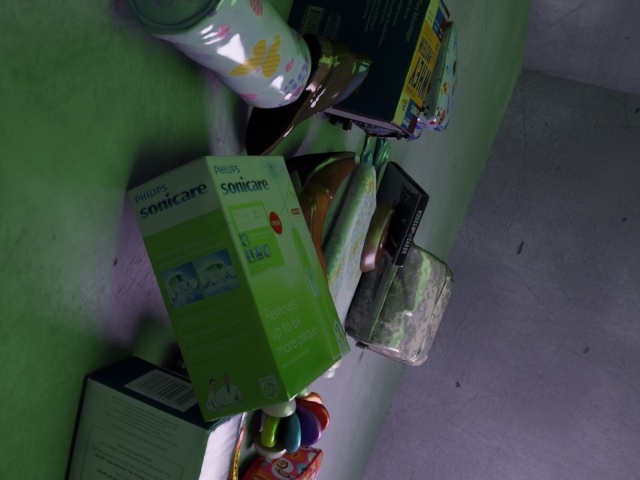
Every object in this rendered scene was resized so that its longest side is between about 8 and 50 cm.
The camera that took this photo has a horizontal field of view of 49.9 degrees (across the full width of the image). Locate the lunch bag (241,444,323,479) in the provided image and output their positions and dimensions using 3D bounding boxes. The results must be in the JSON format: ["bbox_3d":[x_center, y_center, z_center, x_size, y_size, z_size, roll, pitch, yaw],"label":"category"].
[{"bbox_3d":[-0.108,0.601,1.551,0.293,0.120,0.258,1,108,-71],"label":"lunch bag"}]

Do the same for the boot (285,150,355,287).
[{"bbox_3d":[0.000,0.000,1.168,0.264,0.096,0.280,-40,124,-56],"label":"boot"}]

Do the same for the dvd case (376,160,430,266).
[{"bbox_3d":[0.177,-0.068,1.627,0.238,0.030,0.179,-116,-139,-63],"label":"dvd case"}]

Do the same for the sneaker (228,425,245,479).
[{"bbox_3d":[-0.174,0.424,1.276,0.064,0.067,0.175,57,52,-65],"label":"sneaker"}]

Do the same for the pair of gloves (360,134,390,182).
[{"bbox_3d":[0.127,-0.182,1.620,0.198,0.023,0.159,-29,135,-63],"label":"pair of gloves"}]

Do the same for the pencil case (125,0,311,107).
[{"bbox_3d":[-0.103,-0.237,0.765,0.113,0.124,0.273,-47,162,8],"label":"pencil case"}]

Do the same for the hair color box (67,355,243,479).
[{"bbox_3d":[-0.227,0.344,0.874,0.105,0.174,0.347,-19,126,-69],"label":"hair color box"}]

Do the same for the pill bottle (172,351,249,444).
[{"bbox_3d":[-0.187,0.288,1.004,0.130,0.130,0.245,44,65,-70],"label":"pill bottle"}]

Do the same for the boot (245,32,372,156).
[{"bbox_3d":[-0.019,-0.187,0.960,0.106,0.082,0.219,-3,148,-40],"label":"boot"}]

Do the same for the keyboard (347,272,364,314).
[{"bbox_3d":[0.142,0.051,1.878,0.201,0.033,0.317,-17,125,-68],"label":"keyboard"}]

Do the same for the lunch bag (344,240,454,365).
[{"bbox_3d":[0.196,0.150,1.771,0.305,0.213,0.256,-67,155,-7],"label":"lunch bag"}]

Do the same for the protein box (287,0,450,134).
[{"bbox_3d":[0.062,-0.288,1.045,0.136,0.201,0.199,-2,109,-71],"label":"protein box"}]

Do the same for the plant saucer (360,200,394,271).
[{"bbox_3d":[0.130,-0.005,1.533,0.168,0.029,0.168,19,90,-78],"label":"plant saucer"}]

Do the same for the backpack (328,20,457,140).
[{"bbox_3d":[0.157,-0.313,1.315,0.263,0.213,0.276,-4,109,-82],"label":"backpack"}]

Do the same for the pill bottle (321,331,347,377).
[{"bbox_3d":[0.023,0.277,1.698,0.065,0.065,0.116,-27,133,-65],"label":"pill bottle"}]

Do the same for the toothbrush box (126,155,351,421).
[{"bbox_3d":[-0.091,0.046,0.848,0.206,0.122,0.283,-16,85,-67],"label":"toothbrush box"}]

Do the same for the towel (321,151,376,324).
[{"bbox_3d":[0.024,0.044,1.414,0.320,0.090,0.374,72,37,-68],"label":"towel"}]

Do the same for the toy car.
[{"bbox_3d":[-0.054,0.383,1.466,0.182,0.136,0.159,-35,140,-61],"label":"toy car"}]
